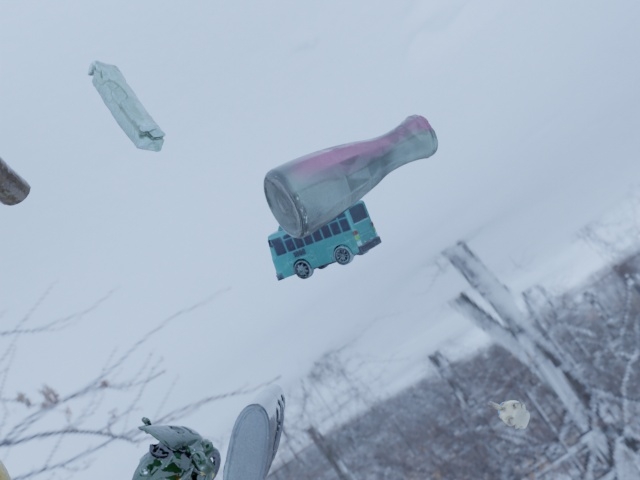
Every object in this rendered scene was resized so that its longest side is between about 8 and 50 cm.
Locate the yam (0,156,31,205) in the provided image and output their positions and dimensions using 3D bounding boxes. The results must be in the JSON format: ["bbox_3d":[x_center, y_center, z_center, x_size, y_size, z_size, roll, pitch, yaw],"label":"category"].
[{"bbox_3d":[-0.677,-0.128,1.758,0.084,0.084,0.127,-33,148,-4],"label":"yam"}]

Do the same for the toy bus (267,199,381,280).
[{"bbox_3d":[0.000,0.000,1.280,0.160,0.091,0.079,-20,-178,30],"label":"toy bus"}]

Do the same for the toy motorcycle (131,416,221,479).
[{"bbox_3d":[-0.250,0.364,1.181,0.275,0.125,0.187,-43,137,-31],"label":"toy motorcycle"}]

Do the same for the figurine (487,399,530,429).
[{"bbox_3d":[0.321,0.292,1.428,0.047,0.051,0.083,-60,141,-10],"label":"figurine"}]

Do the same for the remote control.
[{"bbox_3d":[-0.070,0.229,0.973,0.377,0.044,0.107,90,14,-83],"label":"remote control"}]

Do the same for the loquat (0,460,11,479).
[{"bbox_3d":[-0.544,0.380,1.091,0.275,0.275,0.275,-32,166,-9],"label":"loquat"}]

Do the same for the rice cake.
[{"bbox_3d":[-0.439,-0.307,1.875,0.066,0.336,0.063,5,122,-42],"label":"rice cake"}]

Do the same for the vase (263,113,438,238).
[{"bbox_3d":[0.042,-0.085,0.990,0.214,0.086,0.086,-28,165,-24],"label":"vase"}]
